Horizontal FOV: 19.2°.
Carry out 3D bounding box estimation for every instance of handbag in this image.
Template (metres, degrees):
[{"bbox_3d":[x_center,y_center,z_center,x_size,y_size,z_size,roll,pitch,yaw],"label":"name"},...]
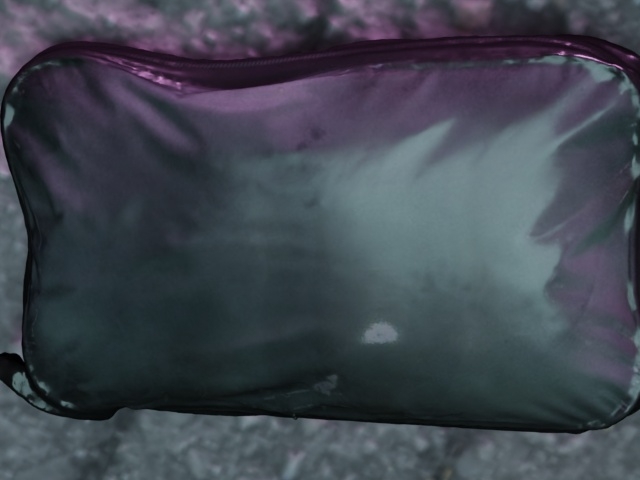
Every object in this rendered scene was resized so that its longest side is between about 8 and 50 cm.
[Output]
[{"bbox_3d":[-0.003,0.000,0.897,0.332,0.075,0.192,0,107,10],"label":"handbag"}]
